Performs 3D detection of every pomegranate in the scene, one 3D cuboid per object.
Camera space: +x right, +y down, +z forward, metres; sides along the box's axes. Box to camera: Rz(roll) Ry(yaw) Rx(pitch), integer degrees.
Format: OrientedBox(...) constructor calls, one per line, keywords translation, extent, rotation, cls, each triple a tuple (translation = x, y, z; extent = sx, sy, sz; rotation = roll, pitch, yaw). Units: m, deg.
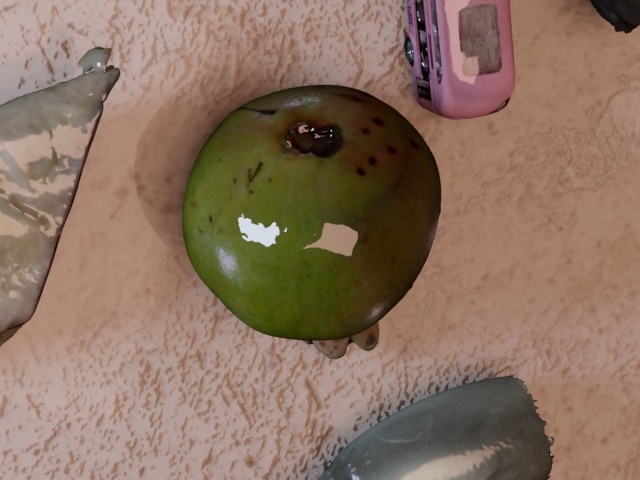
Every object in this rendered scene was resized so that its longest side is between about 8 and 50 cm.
OrientedBox(translation=(-0.008, 0.002, 1.307), extent=(0.179, 0.179, 0.211), rotation=(-2, 115, -16), cls="pomegranate")

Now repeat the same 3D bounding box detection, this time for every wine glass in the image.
OrientedBox(translation=(0.034, 0.263, 1.411), extent=(0.309, 0.096, 0.264), rotation=(-17, 105, -13), cls="wine glass")

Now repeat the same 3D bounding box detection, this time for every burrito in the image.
OrientedBox(translation=(-0.274, 0.009, 1.262), extent=(0.347, 0.107, 0.175), rotation=(-23, 123, -9), cls="burrito")

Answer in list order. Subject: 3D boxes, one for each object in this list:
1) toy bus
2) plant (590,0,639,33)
OrientedBox(translation=(0.093, -0.186, 1.333), extent=(0.063, 0.090, 0.203), rotation=(-10, 104, -14), cls="toy bus")
OrientedBox(translation=(0.213, -0.249, 1.332), extent=(0.142, 0.131, 0.203), rotation=(-19, 97, -6), cls="plant")
